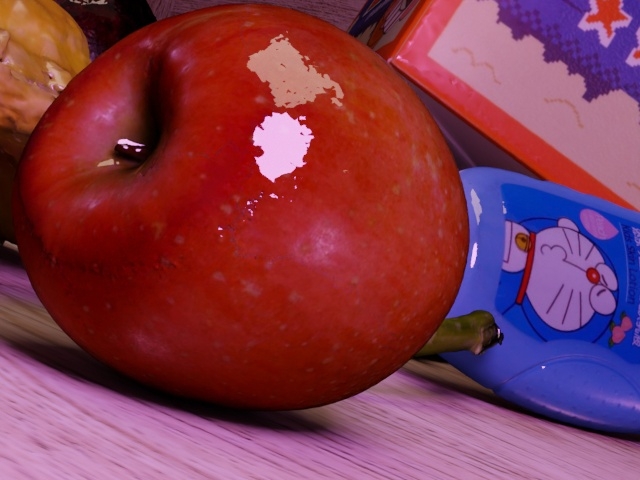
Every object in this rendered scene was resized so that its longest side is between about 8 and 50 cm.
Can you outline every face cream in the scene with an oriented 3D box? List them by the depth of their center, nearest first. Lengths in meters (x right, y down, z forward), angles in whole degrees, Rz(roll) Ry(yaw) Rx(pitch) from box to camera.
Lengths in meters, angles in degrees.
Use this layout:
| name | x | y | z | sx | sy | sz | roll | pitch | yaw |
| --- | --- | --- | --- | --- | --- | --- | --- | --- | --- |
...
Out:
| name | x | y | z | sx | sy | sz | roll | pitch | yaw |
| --- | --- | --- | --- | --- | --- | --- | --- | --- | --- |
| face cream | 0.180 | 0.048 | 1.197 | 0.264 | 0.149 | 0.083 | 18 | -25 | -24 |

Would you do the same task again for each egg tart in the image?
| name | x | y | z | sx | sy | sz | roll | pitch | yaw |
| --- | --- | --- | --- | --- | --- | --- | --- | --- | --- |
| egg tart | -0.218 | -0.088 | 1.069 | 0.295 | 0.116 | 0.295 | 15 | -18 | 5 |

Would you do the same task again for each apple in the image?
| name | x | y | z | sx | sy | sz | roll | pitch | yaw |
| --- | --- | --- | --- | --- | --- | --- | --- | --- | --- |
| apple | -0.034 | -0.011 | 0.830 | 0.181 | 0.181 | 0.168 | 21 | -18 | 41 |

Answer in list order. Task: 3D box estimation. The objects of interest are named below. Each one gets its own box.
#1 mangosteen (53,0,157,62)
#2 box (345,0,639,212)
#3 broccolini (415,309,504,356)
| name | x | y | z | sx | sy | sz | roll | pitch | yaw |
| --- | --- | --- | --- | --- | --- | --- | --- | --- | --- |
| mangosteen | -0.274 | -0.158 | 1.837 | 0.228 | 0.228 | 0.265 | 20 | 45 | 38 |
| box | 0.190 | -0.114 | 1.532 | 0.319 | 0.257 | 0.349 | 37 | -15 | -7 |
| broccolini | -0.014 | 0.037 | 1.034 | 0.271 | 0.062 | 0.123 | 7 | 25 | -41 |
